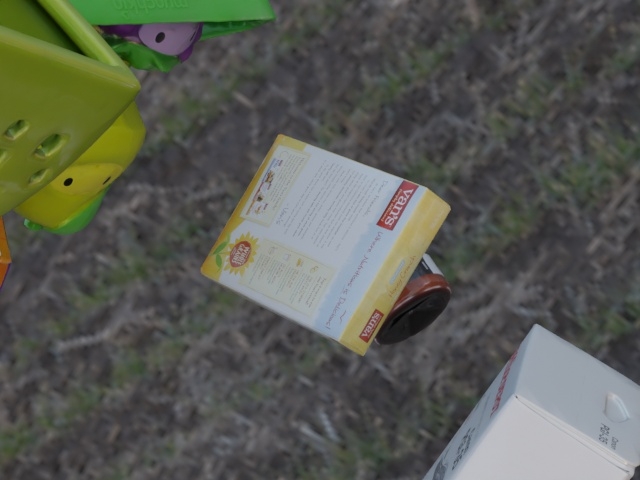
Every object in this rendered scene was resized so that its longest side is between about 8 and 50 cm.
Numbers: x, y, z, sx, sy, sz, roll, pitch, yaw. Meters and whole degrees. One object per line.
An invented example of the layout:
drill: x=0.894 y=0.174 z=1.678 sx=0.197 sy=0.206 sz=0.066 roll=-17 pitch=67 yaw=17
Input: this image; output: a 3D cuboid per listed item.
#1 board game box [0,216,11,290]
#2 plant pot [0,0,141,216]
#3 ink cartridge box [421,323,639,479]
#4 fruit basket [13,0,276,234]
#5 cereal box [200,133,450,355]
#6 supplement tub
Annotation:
board game box: x=-0.547 y=0.050 z=1.762 sx=0.356 sy=0.356 sz=0.356 roll=-66 pitch=24 yaw=20
plant pot: x=-0.281 y=-0.098 z=1.006 sx=0.227 sy=0.228 sz=0.207 roll=46 pitch=107 yaw=28
ink cartridge box: x=0.142 y=0.231 z=1.482 sx=0.283 sy=0.117 sz=0.207 roll=-57 pitch=-2 yaw=18
fruit basket: x=-0.258 y=-0.190 z=1.899 sx=0.283 sy=0.392 sz=0.392 roll=-7 pitch=58 yaw=48
cereal box: x=0.000 y=0.000 z=1.774 sx=0.240 sy=0.047 sz=0.173 roll=24 pitch=81 yaw=48
supplement tub: x=0.050 y=0.010 z=1.927 sx=0.106 sy=0.106 sz=0.198 roll=-42 pitch=65 yaw=18
